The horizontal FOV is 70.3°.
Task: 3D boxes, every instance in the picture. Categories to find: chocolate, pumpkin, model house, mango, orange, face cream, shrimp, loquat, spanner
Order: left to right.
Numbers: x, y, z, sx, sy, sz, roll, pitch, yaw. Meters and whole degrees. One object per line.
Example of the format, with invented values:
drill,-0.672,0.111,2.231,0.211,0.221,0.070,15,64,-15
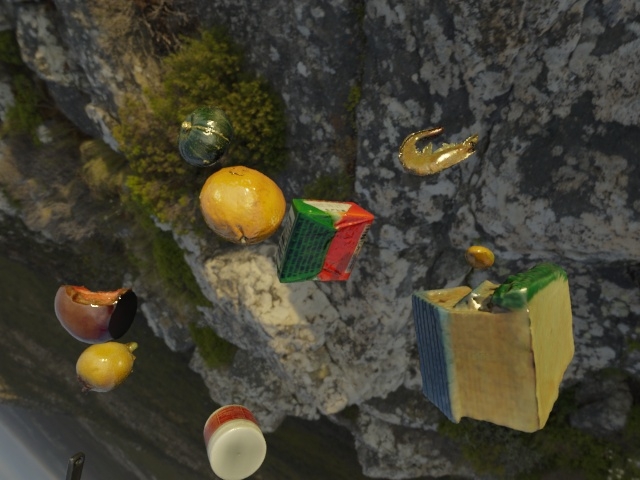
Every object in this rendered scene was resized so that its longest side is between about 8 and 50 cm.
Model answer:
spanner,-0.605,0.647,1.089,0.024,0.087,0.316,20,99,27
chocolate,-0.435,0.127,0.869,0.133,0.127,0.124,15,150,16
loquat,-0.682,0.398,1.462,0.149,0.204,0.172,45,150,24
pumpkin,-0.348,-0.313,1.368,0.190,0.190,0.146,-10,134,45
face cream,-0.315,0.729,1.656,0.201,0.201,0.187,62,165,-16
orange,-0.200,-0.087,1.168,0.219,0.193,0.219,16,148,10
chocolate,0.000,0.000,1.925,0.161,0.341,0.360,60,139,46
shrimp,0.349,-0.279,1.368,0.173,0.253,0.058,54,168,30
mango,0.466,0.048,1.335,0.078,0.057,0.114,-2,159,31
model house,0.426,0.232,1.176,0.342,0.382,0.335,-4,98,42
